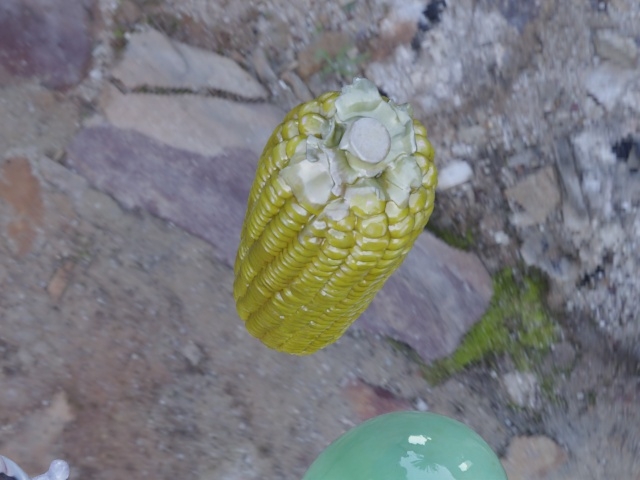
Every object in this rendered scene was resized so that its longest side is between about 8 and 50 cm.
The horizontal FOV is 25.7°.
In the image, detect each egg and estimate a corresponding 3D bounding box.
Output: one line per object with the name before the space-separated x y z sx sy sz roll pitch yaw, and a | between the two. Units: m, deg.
egg | 0.074 0.301 1.444 0.270 0.220 0.220 -44 73 5

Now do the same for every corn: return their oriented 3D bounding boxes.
corn | 0.000 0.000 1.162 0.144 0.387 0.144 4 65 -10

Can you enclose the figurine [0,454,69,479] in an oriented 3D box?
figurine | -0.459 0.406 1.689 0.253 0.211 0.361 33 110 28
